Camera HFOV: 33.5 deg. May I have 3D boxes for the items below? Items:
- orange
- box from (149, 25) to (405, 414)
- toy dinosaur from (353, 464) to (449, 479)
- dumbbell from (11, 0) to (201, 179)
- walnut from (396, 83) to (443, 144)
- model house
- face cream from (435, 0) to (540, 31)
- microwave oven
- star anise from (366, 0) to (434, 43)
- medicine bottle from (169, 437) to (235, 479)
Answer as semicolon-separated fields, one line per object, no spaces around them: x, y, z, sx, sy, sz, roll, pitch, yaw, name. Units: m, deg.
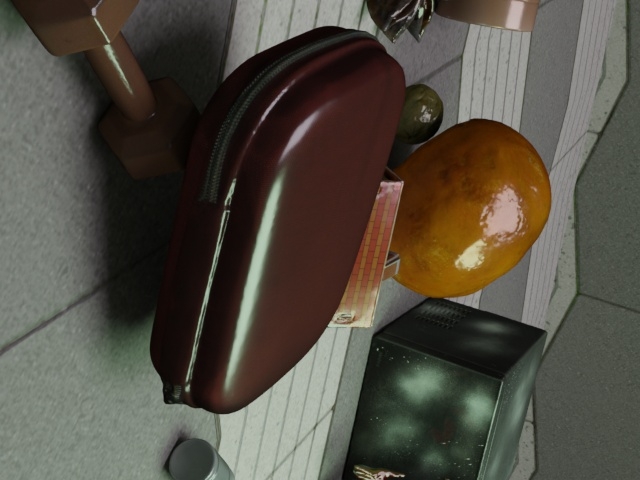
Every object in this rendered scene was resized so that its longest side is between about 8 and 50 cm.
0.204;-0.043;1.553;0.284;0.226;0.284;-41;175;-5;orange
-0.044;-0.014;1.022;0.263;0.108;0.404;-35;150;-47;box
0.113;0.470;1.707;0.113;0.327;0.207;-106;-143;-71;toy dinosaur
-0.164;-0.139;0.858;0.082;0.092;0.231;-35;149;-7;dumbbell
0.139;-0.183;1.540;0.092;0.092;0.092;-48;148;-44;walnut
0.000;0.001;1.258;0.207;0.153;0.294;-29;134;-61;model house
0.252;-0.372;1.564;0.149;0.149;0.104;-24;127;-61;face cream
0.222;0.362;1.937;0.374;0.236;0.432;-22;126;-62;microwave oven
0.139;-0.364;1.397;0.262;0.081;0.230;-45;147;-29;star anise
-0.139;0.277;1.263;0.058;0.058;0.091;-62;156;-23;medicine bottle
